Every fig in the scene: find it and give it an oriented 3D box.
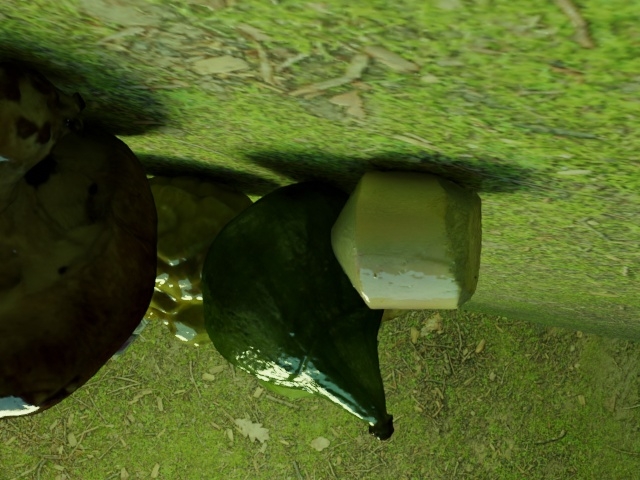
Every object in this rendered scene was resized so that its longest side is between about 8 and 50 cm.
[{"bbox_3d":[0.006,0.071,0.701,0.235,0.203,0.203,46,-165,31],"label":"fig"}]

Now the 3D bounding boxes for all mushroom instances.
[{"bbox_3d":[-0.261,-0.014,0.596,0.267,0.254,0.267,-12,-156,5],"label":"mushroom"}]

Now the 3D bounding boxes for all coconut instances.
[{"bbox_3d":[0.068,0.001,0.612,0.122,0.116,0.116,3,172,18],"label":"coconut"}]

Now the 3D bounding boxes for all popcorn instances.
[{"bbox_3d":[-0.164,0.025,0.854,0.226,0.203,0.200,-7,-170,-18],"label":"popcorn"}]

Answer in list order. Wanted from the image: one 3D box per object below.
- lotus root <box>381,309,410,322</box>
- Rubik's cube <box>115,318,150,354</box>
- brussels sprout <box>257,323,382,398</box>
[{"bbox_3d":[0.095,0.068,1.221,0.138,0.138,0.214,9,163,15],"label":"lotus root"},{"bbox_3d":[-0.420,0.057,1.306,0.264,0.319,0.319,41,162,-22],"label":"Rubik's cube"},{"bbox_3d":[-0.019,0.154,1.474,0.247,0.328,0.328,36,-174,27],"label":"brussels sprout"}]
